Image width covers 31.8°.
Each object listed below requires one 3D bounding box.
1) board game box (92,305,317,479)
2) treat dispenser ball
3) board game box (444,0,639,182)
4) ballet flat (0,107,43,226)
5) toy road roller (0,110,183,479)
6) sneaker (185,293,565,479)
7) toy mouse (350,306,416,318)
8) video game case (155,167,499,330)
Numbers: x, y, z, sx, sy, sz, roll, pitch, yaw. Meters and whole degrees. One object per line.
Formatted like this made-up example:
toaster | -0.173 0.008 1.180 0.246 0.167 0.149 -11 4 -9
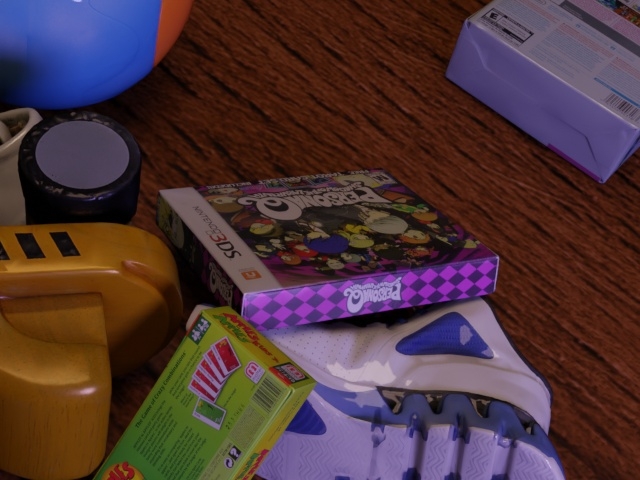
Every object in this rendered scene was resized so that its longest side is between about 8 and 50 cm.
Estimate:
board game box | -0.091 0.148 0.829 0.092 0.181 0.043 39 15 19
treat dispenser ball | -0.259 -0.267 1.054 0.288 0.288 0.288 7 50 -8
board game box | 0.324 -0.227 1.285 0.224 0.097 0.303 39 54 17
ballet flat | -0.421 -0.071 0.953 0.400 0.139 0.139 -1 51 -14
toy road roller | -0.269 0.053 0.843 0.329 0.202 0.240 -3 52 -16
sneaker | 0.054 0.117 0.934 0.315 0.127 0.182 16 33 11
toy mouse | 0.023 0.025 1.047 0.143 0.031 0.161 -22 59 -28
video game case | 0.000 0.000 0.967 0.232 0.042 0.210 -7 28 -24
